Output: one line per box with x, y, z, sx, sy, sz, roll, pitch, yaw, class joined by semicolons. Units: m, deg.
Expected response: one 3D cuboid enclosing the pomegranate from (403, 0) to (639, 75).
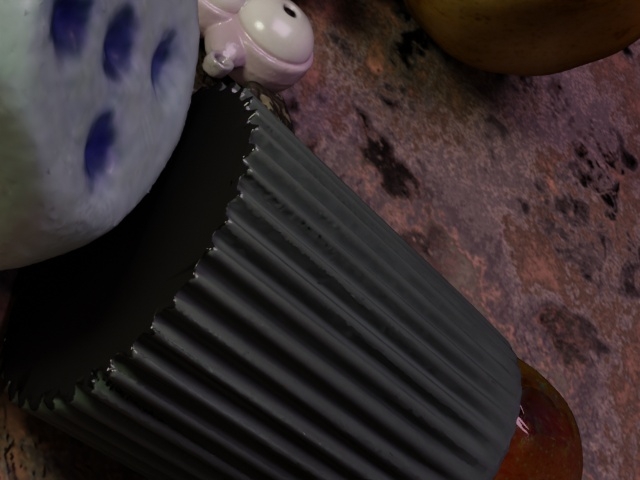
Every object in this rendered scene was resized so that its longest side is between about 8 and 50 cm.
0.217;-0.381;2.072;0.417;0.417;0.416;28;44;-31;pomegranate

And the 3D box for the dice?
-0.259;-0.152;1.382;0.264;0.268;0.262;-60;151;-46;dice

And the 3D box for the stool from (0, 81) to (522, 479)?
-0.036;0.086;1.505;0.330;0.297;0.297;37;39;-27;stool

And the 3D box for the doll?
-0.058;-0.272;1.921;0.160;0.094;0.365;38;39;-16;doll

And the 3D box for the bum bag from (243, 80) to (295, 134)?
-0.057;-0.047;1.760;0.102;0.069;0.248;71;17;-45;bum bag

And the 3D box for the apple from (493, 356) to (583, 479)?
0.143;0.181;1.713;0.188;0.173;0.207;14;5;-18;apple
